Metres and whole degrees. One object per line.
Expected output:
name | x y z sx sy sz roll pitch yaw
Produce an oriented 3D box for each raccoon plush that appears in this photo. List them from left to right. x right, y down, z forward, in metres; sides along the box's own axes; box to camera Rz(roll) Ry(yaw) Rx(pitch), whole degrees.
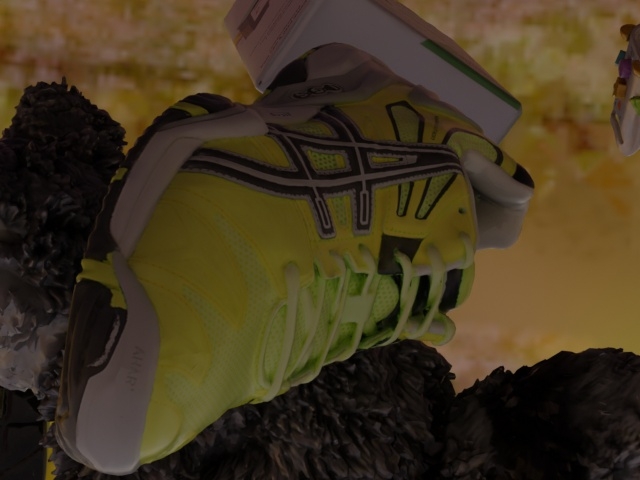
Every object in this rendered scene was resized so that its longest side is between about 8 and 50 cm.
raccoon plush | -0.016 0.022 0.979 0.446 0.299 0.216 -17 -171 6

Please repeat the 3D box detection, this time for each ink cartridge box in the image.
ink cartridge box | 0.036 -0.158 1.498 0.201 0.117 0.278 32 -169 -17

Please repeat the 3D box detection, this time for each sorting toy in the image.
sorting toy | 0.218 -0.100 1.164 0.045 0.083 0.075 8 130 -12

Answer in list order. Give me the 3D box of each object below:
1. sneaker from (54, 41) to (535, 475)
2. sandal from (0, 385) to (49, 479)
sneaker | 0.000 0.000 0.856 0.147 0.145 0.384 22 -148 15
sandal | -0.258 0.115 1.293 0.120 0.302 0.086 12 -176 -12
